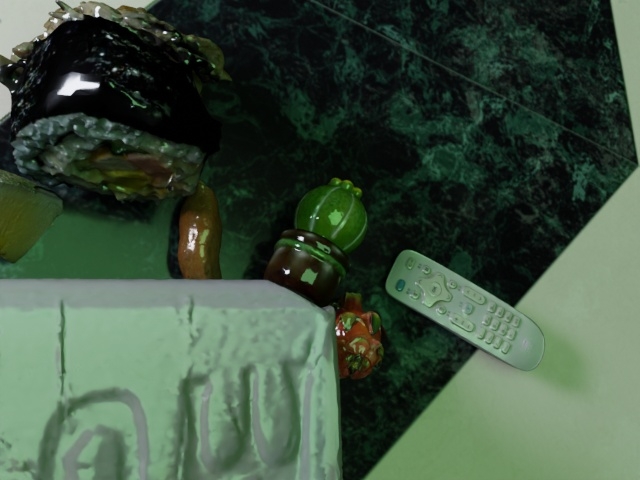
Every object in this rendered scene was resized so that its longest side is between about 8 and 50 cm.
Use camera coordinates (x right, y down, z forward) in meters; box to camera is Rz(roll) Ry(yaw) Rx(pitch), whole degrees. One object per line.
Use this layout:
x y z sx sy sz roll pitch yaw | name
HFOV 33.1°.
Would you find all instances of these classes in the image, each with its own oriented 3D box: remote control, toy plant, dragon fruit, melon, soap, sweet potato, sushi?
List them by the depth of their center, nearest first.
-0.204 0.209 1.085 0.435 0.213 0.350 4 86 -19 | soap
-0.370 -0.040 1.139 0.139 0.202 0.093 24 90 18 | melon
-0.215 -0.167 1.166 0.238 0.225 0.219 35 50 -35 | sushi
-0.138 0.026 1.250 0.056 0.056 0.195 -3 86 -23 | sweet potato
0.000 0.000 1.288 0.093 0.093 0.162 33 69 -14 | toy plant
0.034 0.112 1.289 0.086 0.081 0.116 2 56 -21 | dragon fruit
0.185 0.094 1.377 0.229 0.044 0.073 29 67 -6 | remote control
